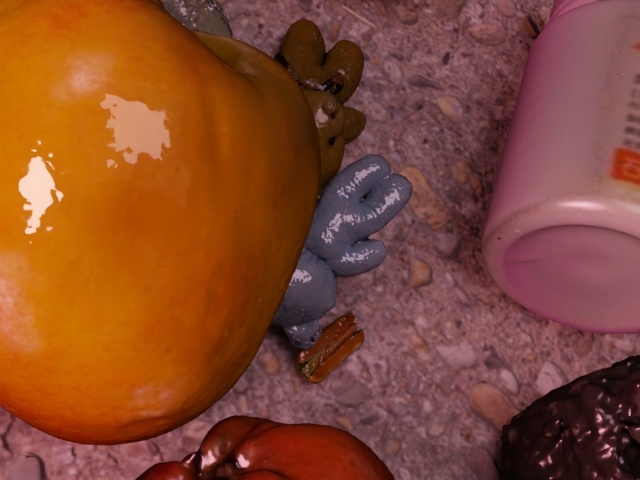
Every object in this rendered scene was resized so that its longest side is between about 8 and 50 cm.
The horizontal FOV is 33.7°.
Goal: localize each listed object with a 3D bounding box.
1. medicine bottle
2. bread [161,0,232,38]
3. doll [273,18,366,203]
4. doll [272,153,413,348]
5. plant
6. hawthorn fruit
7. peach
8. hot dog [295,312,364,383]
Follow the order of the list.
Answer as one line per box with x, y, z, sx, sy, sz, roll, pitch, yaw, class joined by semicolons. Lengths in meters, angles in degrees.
0.305;-0.118;1.073;0.219;0.219;0.388;30;56;-15;medicine bottle
-0.174;-0.173;0.917;0.172;0.064;0.232;48;53;-5;bread
-0.010;-0.132;0.975;0.137;0.097;0.209;31;51;-22;doll
-0.001;0.002;0.921;0.120;0.075;0.180;44;71;6;doll
0.282;0.192;0.918;0.204;0.234;0.178;-12;80;-39;plant
-0.034;0.257;0.729;0.224;0.224;0.261;-32;109;-36;hawthorn fruit
-0.148;-0.013;0.725;0.289;0.289;0.308;27;98;-17;peach
0.007;0.095;0.926;0.083;0.021;0.037;-33;97;-37;hot dog
